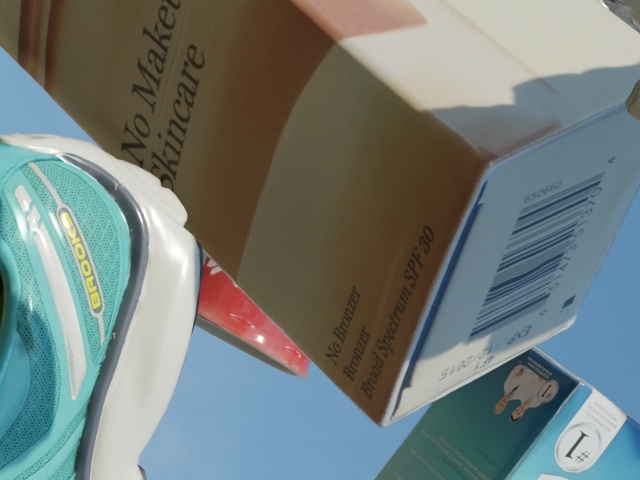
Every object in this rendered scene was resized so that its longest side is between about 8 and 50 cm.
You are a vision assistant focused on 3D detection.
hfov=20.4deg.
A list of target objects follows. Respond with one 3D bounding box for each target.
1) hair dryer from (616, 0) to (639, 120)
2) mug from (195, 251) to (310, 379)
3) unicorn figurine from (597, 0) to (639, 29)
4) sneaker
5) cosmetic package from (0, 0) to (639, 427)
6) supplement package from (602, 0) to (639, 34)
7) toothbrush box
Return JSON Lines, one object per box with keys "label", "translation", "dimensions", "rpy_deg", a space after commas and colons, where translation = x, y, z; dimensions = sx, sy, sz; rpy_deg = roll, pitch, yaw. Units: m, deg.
{"label": "hair dryer", "translation": [0.095, -0.141, 0.365], "dimensions": [0.293, 0.224, 0.080], "rpy_deg": [-58, -156, 23]}
{"label": "mug", "translation": [-0.007, -0.002, 1.148], "dimensions": [0.113, 0.150, 0.169], "rpy_deg": [16, -104, 57]}
{"label": "unicorn figurine", "translation": [0.184, -0.170, 1.154], "dimensions": [0.162, 0.060, 0.111], "rpy_deg": [8, -40, 51]}
{"label": "sneaker", "translation": [-0.129, 0.096, 0.627], "dimensions": [0.107, 0.110, 0.275], "rpy_deg": [11, -87, 40]}
{"label": "cosmetic package", "translation": [-0.010, -0.084, 0.763], "dimensions": [0.296, 0.129, 0.153], "rpy_deg": [43, -43, 28]}
{"label": "supplement package", "translation": [0.229, -0.227, 1.598], "dimensions": [0.262, 0.198, 0.199], "rpy_deg": [115, -5, -48]}
{"label": "toothbrush box", "translation": [0.127, 0.242, 1.205], "dimensions": [0.295, 0.216, 0.126], "rpy_deg": [-54, -152, 0]}
